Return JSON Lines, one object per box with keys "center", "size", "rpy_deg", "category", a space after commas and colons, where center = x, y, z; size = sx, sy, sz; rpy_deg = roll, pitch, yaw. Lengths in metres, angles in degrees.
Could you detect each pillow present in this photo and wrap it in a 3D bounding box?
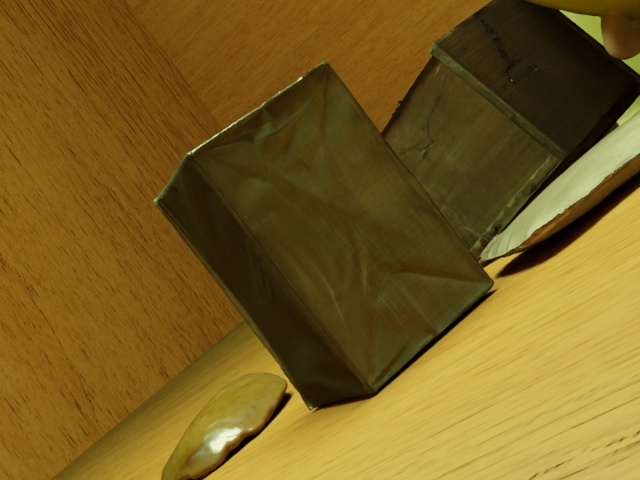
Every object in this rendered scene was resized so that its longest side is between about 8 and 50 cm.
{"center": [0.233, -0.056, 0.894], "size": [0.232, 0.038, 0.130], "rpy_deg": [-38, 2, -10], "category": "pillow"}

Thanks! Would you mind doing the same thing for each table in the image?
{"center": [0.176, -0.110, 1.038], "size": [0.193, 0.172, 0.169], "rpy_deg": [-40, -12, -46], "category": "table"}

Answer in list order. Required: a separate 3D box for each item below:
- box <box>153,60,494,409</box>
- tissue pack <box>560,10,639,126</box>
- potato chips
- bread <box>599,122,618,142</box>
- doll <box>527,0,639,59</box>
{"center": [0.000, 0.000, 0.897], "size": [0.155, 0.231, 0.149], "rpy_deg": [-37, 1, -23], "category": "box"}
{"center": [0.337, -0.265, 1.203], "size": [0.159, 0.234, 0.125], "rpy_deg": [-37, -1, -42], "category": "tissue pack"}
{"center": [-0.103, 0.188, 1.109], "size": [0.150, 0.049, 0.202], "rpy_deg": [-42, 5, 24], "category": "potato chips"}
{"center": [0.281, -0.140, 1.288], "size": [0.196, 0.102, 0.138], "rpy_deg": [-40, 0, -39], "category": "bread"}
{"center": [0.322, -0.340, 1.040], "size": [0.161, 0.423, 0.348], "rpy_deg": [-5, 59, 64], "category": "doll"}
